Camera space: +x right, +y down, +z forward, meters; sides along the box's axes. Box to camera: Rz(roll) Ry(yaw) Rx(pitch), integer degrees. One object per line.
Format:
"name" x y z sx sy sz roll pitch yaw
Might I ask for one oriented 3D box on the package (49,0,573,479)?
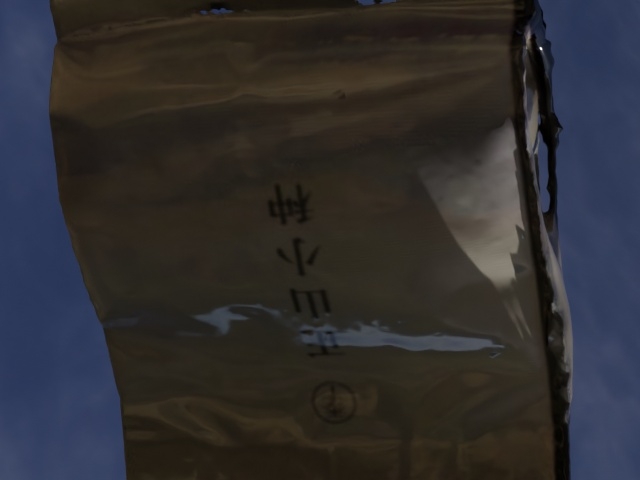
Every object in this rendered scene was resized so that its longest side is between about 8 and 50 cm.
"package" 0.000 0.000 0.726 0.203 0.062 0.251 -1 -70 15
